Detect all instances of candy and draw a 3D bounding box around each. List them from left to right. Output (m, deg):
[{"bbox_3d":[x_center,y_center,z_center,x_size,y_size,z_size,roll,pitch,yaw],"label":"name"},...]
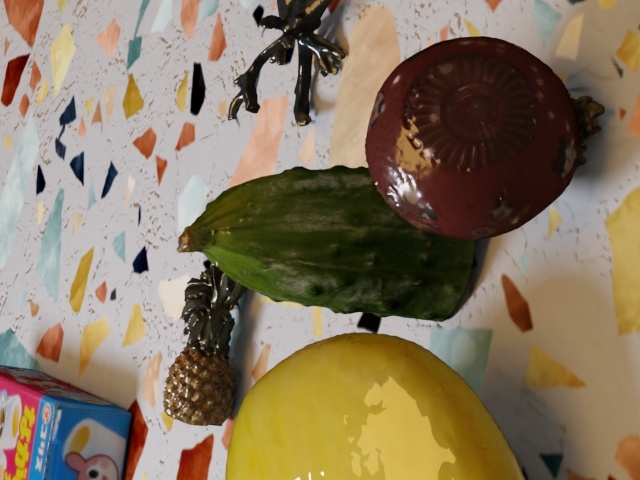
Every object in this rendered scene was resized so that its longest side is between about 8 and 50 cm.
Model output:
[{"bbox_3d":[-0.328,0.240,1.985,0.306,0.100,0.157,9,90,60],"label":"candy"}]

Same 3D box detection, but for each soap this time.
[{"bbox_3d":[0.062,0.279,1.293,0.306,0.115,0.427,-31,74,48],"label":"soap"}]

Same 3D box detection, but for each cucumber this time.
[{"bbox_3d":[-0.001,-0.002,1.370,0.134,0.244,0.134,-4,85,61],"label":"cucumber"}]

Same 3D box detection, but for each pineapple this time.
[{"bbox_3d":[-0.109,0.100,1.688,0.074,0.074,0.159,5,85,59],"label":"pineapple"}]

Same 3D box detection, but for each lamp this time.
[{"bbox_3d":[0.113,-0.069,1.287,0.156,0.157,0.135,-50,-16,-13],"label":"lamp"}]

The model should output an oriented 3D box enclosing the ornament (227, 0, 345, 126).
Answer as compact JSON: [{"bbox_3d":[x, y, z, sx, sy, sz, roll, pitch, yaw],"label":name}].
[{"bbox_3d":[-0.054,-0.211,1.657,0.202,0.080,0.236,-21,65,51],"label":"ornament"}]
